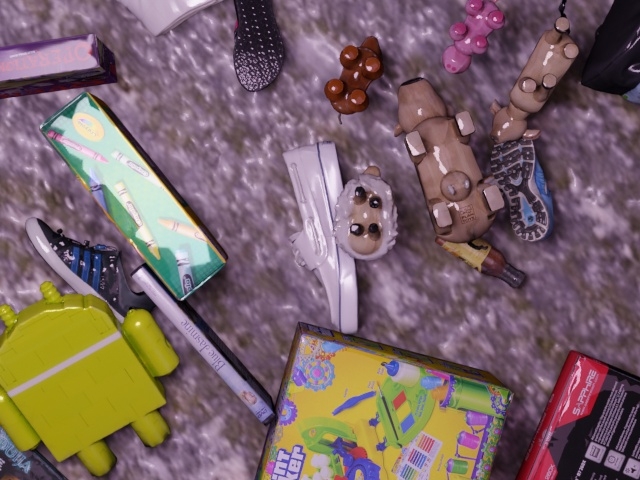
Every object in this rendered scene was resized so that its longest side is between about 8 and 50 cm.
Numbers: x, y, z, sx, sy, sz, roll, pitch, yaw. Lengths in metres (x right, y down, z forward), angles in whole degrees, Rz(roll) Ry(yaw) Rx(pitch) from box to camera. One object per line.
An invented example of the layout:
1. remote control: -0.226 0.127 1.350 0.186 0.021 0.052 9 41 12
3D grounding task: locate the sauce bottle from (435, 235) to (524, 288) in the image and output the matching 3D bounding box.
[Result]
1. sauce bottle: 0.216 0.021 1.847 0.128 0.042 0.042 34 90 -2

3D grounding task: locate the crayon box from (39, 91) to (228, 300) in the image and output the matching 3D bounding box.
1. crayon box: -0.234 -0.057 1.762 0.081 0.165 0.278 -39 93 -1

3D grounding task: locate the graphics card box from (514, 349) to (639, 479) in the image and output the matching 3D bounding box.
1. graphics card box: 0.464 0.323 1.845 0.371 0.094 0.233 22 91 -2

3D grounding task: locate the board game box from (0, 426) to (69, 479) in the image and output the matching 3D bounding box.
1. board game box: -0.408 0.343 1.839 0.186 0.026 0.126 44 89 -3

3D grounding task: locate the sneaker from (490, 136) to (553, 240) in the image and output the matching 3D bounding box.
1. sneaker: 0.275 -0.073 1.842 0.063 0.073 0.162 -16 75 25

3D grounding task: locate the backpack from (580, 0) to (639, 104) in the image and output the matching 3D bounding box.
1. backpack: 0.571 -0.251 1.769 0.355 0.273 0.290 30 84 -16

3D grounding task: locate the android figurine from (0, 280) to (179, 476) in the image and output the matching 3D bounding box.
1. android figurine: -0.315 0.177 1.781 0.248 0.056 0.273 -30 114 3

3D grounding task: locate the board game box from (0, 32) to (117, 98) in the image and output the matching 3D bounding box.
1. board game box: -0.440 -0.204 1.726 0.346 0.208 0.056 -9 96 -2

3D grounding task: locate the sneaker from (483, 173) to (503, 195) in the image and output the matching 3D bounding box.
1. sneaker: 0.208 -0.060 1.849 0.083 0.032 0.037 -21 93 -1

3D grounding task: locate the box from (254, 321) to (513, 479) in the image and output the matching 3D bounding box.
1. box: 0.067 0.285 1.783 0.279 0.177 0.290 16 92 -3

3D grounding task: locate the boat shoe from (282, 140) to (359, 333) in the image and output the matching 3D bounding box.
1. boat shoe: 0.000 0.000 1.820 0.084 0.095 0.258 -9 82 2

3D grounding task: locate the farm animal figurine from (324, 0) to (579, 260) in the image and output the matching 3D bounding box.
1. farm animal figurine: 0.173 -0.142 1.768 0.330 0.172 0.327 -3 86 2

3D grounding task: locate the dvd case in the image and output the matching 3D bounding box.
1. dvd case: -0.149 0.128 1.765 0.022 0.180 0.253 -42 93 -2

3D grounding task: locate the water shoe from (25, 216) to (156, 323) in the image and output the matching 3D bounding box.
1. water shoe: -0.302 0.031 1.814 0.080 0.073 0.203 -43 103 -4

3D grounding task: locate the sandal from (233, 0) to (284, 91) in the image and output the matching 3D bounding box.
1. sandal: -0.087 -0.282 1.828 0.067 0.040 0.179 -4 78 -8

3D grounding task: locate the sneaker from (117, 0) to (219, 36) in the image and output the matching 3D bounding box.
1. sneaker: -0.150 -0.399 1.789 0.292 0.108 0.169 -43 95 9
